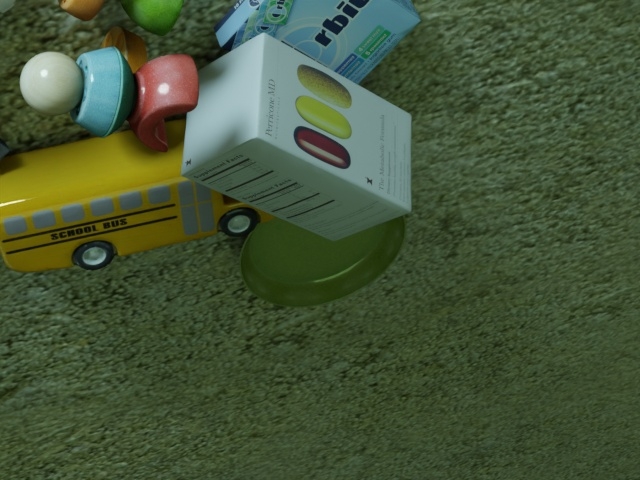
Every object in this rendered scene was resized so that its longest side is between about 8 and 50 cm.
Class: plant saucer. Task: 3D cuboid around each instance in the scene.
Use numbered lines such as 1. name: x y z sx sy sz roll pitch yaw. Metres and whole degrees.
1. plant saucer: 0.000 0.000 1.602 0.241 0.037 0.241 -13 139 -11

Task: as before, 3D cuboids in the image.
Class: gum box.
1. gum box: -0.002 -0.248 1.326 0.184 0.041 0.157 25 122 -40

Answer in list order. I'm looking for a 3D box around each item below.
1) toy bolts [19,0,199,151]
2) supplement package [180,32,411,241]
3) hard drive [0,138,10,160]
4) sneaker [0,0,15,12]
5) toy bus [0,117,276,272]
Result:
1. toy bolts: -0.236 -0.185 1.161 0.158 0.228 0.218 7 140 -30
2. supplement package: -0.023 -0.112 1.339 0.244 0.139 0.134 22 149 -39
3. hard drive: -0.488 -0.115 1.249 0.172 0.054 0.254 -41 135 21
4. sneaker: -0.444 -0.280 1.027 0.150 0.135 0.366 -37 136 13
5. toy bus: -0.223 -0.059 1.387 0.332 0.108 0.130 -13 137 -9
